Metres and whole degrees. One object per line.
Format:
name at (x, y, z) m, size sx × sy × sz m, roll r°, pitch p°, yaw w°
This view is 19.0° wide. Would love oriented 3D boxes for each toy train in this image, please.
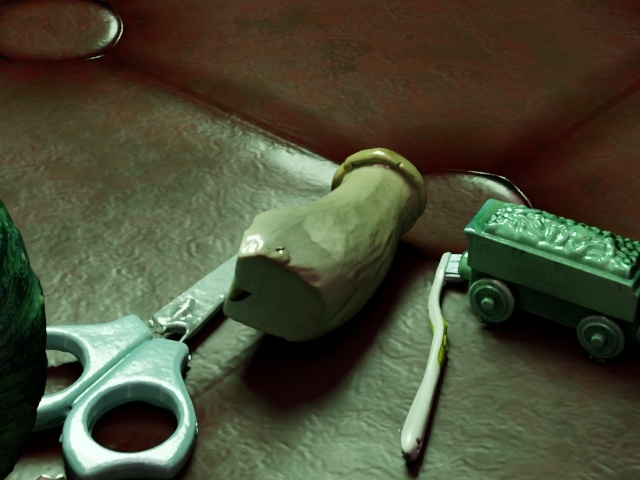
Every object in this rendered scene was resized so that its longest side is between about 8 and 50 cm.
toy train at (0.189, 0.028, 1.499) m, size 0.172 × 0.099 × 0.070 m, roll 19°, pitch 39°, yaw 21°

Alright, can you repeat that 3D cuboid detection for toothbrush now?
toothbrush at (0.085, 0.085, 1.481) m, size 0.026 × 0.022 × 0.263 m, roll -2°, pitch 33°, yaw 16°

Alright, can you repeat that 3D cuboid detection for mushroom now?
mushroom at (0.004, 0.009, 1.517) m, size 0.108 × 0.096 × 0.247 m, roll 54°, pitch 36°, yaw 0°

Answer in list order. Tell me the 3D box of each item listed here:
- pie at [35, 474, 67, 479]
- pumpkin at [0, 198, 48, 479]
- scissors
pie at (-0.182, 0.260, 1.097) m, size 0.315 × 0.092 × 0.315 m, roll 10°, pitch 50°, yaw -12°
pumpkin at (-0.296, 0.055, 1.276) m, size 0.197 × 0.293 × 0.263 m, roll -20°, pitch 22°, yaw -32°
scissors at (-0.114, 0.069, 1.489) m, size 0.191 × 0.029 × 0.360 m, roll 24°, pitch 38°, yaw 23°
